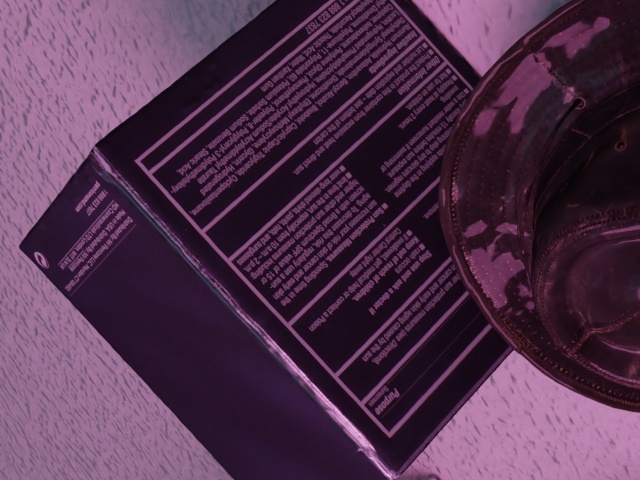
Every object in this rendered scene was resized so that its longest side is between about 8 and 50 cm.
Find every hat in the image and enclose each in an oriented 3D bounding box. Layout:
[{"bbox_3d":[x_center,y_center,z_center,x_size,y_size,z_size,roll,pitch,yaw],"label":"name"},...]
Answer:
[{"bbox_3d":[0.219,-0.005,1.130,0.331,0.134,0.331,7,116,14],"label":"hat"}]

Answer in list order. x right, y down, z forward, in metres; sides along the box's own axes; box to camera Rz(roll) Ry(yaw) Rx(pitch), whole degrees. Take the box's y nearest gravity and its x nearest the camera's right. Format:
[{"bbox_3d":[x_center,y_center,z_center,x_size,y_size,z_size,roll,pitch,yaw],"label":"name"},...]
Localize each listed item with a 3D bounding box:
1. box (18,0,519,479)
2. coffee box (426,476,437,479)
[{"bbox_3d":[0.000,0.000,1.329,0.294,0.296,0.183,47,145,0],"label":"box"},{"bbox_3d":[0.026,0.484,1.690,0.338,0.334,0.337,54,148,17],"label":"coffee box"}]
